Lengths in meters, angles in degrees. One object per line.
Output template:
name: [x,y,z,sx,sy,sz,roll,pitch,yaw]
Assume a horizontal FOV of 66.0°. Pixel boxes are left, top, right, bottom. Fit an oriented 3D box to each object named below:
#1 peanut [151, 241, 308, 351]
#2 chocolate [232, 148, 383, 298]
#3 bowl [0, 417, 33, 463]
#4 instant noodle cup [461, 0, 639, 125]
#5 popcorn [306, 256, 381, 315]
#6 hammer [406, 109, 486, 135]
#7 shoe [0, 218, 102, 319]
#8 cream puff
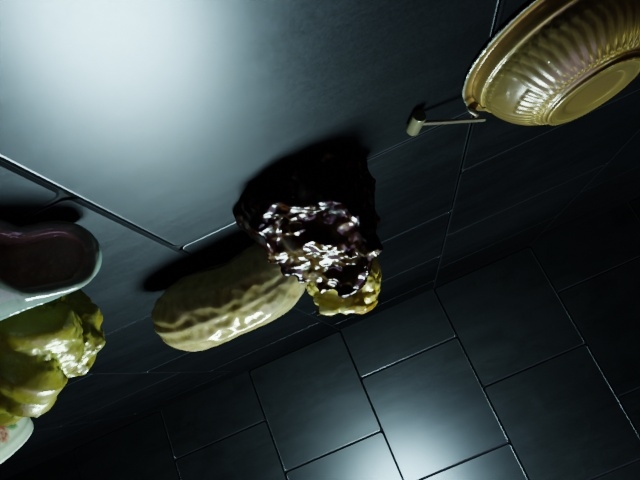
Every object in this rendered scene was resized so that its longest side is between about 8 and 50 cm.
peanut: [-0.143,0.090,0.871,0.325,0.140,0.153,-29,-170,0]
chocolate: [0.000,0.000,0.721,0.206,0.177,0.224,-11,157,-36]
bowl: [-0.637,0.310,0.797,0.277,0.145,0.277,-14,-169,3]
instant noodle cup: [0.324,-0.220,0.631,0.274,0.090,0.274,-22,163,-7]
popcorn: [0.048,0.084,1.058,0.180,0.180,0.170,1,117,-53]
hammer: [0.175,-0.163,0.679,0.110,0.019,0.035,-4,159,-8]
shoe: [-0.350,0.030,0.493,0.251,0.103,0.100,-19,164,-32]
cream puff: [-0.380,0.135,0.648,0.221,0.194,0.195,-29,162,32]
